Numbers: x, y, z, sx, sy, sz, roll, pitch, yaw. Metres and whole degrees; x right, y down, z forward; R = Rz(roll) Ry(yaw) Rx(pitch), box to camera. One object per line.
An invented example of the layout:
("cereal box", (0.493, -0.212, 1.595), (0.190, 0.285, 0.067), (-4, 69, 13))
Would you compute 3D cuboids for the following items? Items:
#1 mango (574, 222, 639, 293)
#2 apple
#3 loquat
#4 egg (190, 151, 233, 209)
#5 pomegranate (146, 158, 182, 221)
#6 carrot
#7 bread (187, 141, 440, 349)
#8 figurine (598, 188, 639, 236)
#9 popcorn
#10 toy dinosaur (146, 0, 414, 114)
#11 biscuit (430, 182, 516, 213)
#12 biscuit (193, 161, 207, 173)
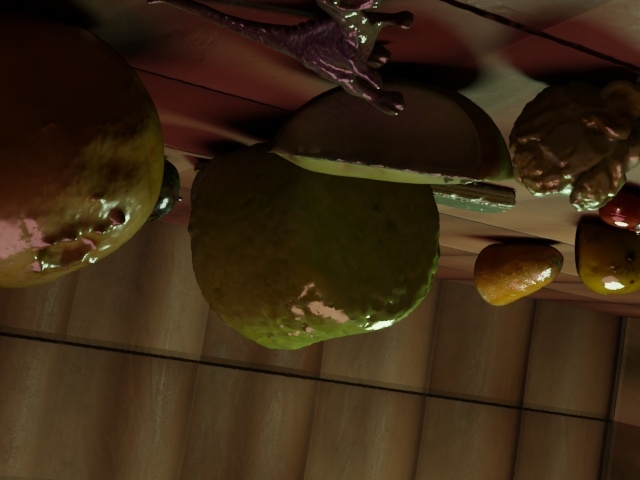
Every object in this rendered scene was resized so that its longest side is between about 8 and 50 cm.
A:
("mango", (0.591, 0.042, 1.709), (0.166, 0.136, 0.236), (5, 178, 13))
("apple", (0.097, -0.127, 1.001), (0.265, 0.120, 0.193), (10, -172, 23))
("loquat", (-0.340, -0.102, 0.974), (0.329, 0.328, 0.328), (10, 174, 1))
("egg", (-0.155, -0.079, 1.589), (0.169, 0.169, 0.231), (10, -178, -7))
("pomegranate", (-0.366, -0.122, 1.770), (0.169, 0.148, 0.148), (47, 157, -25))
("carrot", (0.506, 0.070, 2.104), (0.159, 0.159, 0.225), (13, 165, -29))
("bread", (0.000, 0.000, 1.344), (0.348, 0.348, 0.308), (14, 167, -39))
("figurine", (0.497, -0.042, 1.367), (0.140, 0.068, 0.075), (12, 177, -38))
("popcorn", (0.265, -0.101, 0.891), (0.135, 0.141, 0.162), (46, 161, 18))
("toy dinosaur", (-0.012, -0.199, 0.812), (0.200, 0.072, 0.251), (28, 175, -41))
("biscuit", (0.238, -0.083, 1.541), (0.200, 0.040, 0.121), (10, 176, -9))
("biscuit", (-0.165, -0.126, 1.835), (0.172, 0.029, 0.254), (9, 174, 3))
